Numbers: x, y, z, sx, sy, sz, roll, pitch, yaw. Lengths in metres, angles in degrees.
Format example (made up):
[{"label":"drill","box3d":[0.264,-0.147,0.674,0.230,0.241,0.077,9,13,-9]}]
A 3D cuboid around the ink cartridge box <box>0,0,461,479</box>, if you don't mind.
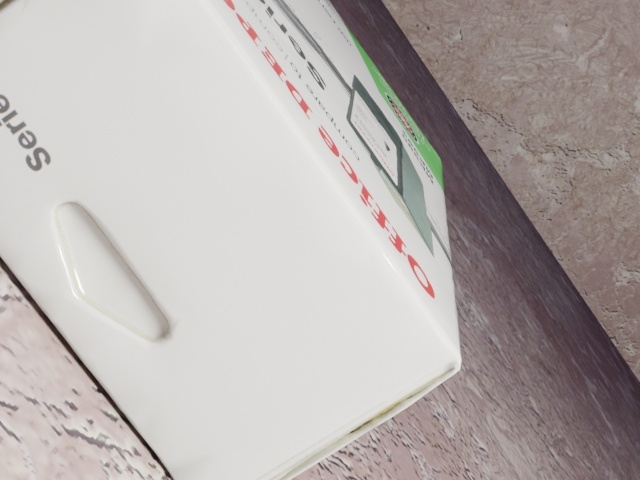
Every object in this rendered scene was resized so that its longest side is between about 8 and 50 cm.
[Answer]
[{"label":"ink cartridge box","box3d":[-0.042,-0.045,0.582,0.211,0.121,0.289,53,14,-13]}]
